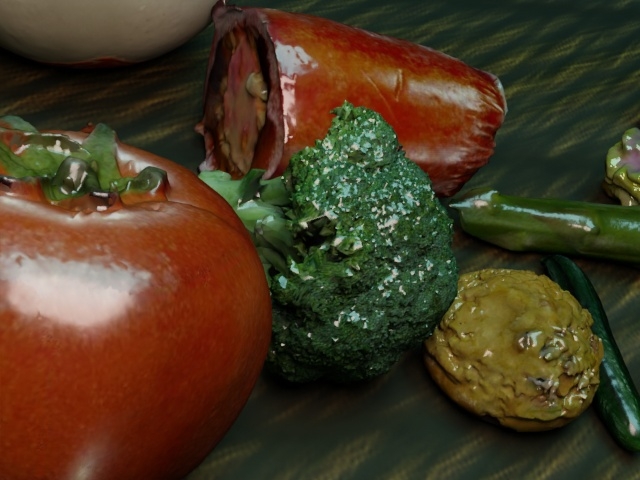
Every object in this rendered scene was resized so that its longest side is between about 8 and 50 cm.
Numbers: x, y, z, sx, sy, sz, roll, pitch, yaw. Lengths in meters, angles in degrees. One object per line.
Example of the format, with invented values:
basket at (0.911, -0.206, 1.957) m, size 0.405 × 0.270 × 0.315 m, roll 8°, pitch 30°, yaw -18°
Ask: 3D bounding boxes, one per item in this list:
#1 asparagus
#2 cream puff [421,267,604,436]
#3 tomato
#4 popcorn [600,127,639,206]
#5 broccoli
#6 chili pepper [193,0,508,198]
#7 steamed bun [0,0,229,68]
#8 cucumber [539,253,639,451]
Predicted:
asparagus at (0.307, -0.013, 1.372) m, size 0.343 × 0.085 × 0.082 m, roll 4°, pitch 82°, yaw -8°
cream puff at (0.191, 0.100, 1.152) m, size 0.189 × 0.129 × 0.189 m, roll 10°, pitch 38°, yaw -8°
tomato at (-0.213, 0.063, 0.910) m, size 0.342 × 0.272 × 0.341 m, roll 14°, pitch 18°, yaw -5°
popcorn at (0.423, -0.076, 1.470) m, size 0.145 × 0.126 × 0.125 m, roll 25°, pitch 45°, yaw 15°
broccoli at (0.000, 0.000, 1.087) m, size 0.270 × 0.270 × 0.270 m, roll 19°, pitch 37°, yaw 16°
chili pepper at (0.022, -0.130, 1.317) m, size 0.305 × 0.229 × 0.251 m, roll 9°, pitch -1°, yaw -33°
steamed bun at (-0.265, -0.326, 1.357) m, size 0.375 × 0.241 × 0.374 m, roll 2°, pitch 29°, yaw -1°
cucumber at (0.287, 0.106, 1.246) m, size 0.056 × 0.056 × 0.284 m, roll 6°, pitch 40°, yaw -17°
